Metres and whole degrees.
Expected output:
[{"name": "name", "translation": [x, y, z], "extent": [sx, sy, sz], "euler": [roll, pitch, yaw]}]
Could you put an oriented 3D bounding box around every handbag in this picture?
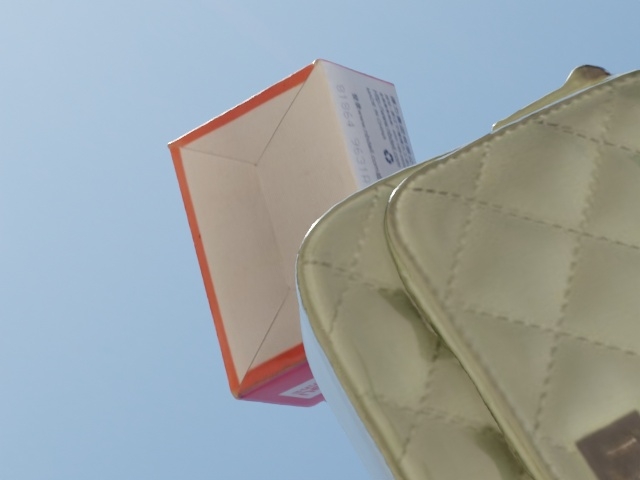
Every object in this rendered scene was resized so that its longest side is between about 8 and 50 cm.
[{"name": "handbag", "translation": [0.131, 0.054, 0.573], "extent": [0.219, 0.079, 0.256], "euler": [-29, -111, -8]}]

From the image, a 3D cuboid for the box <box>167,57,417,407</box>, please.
[{"name": "box", "translation": [0.000, 0.000, 1.205], "extent": [0.133, 0.099, 0.182], "euler": [-30, -114, 30]}]
